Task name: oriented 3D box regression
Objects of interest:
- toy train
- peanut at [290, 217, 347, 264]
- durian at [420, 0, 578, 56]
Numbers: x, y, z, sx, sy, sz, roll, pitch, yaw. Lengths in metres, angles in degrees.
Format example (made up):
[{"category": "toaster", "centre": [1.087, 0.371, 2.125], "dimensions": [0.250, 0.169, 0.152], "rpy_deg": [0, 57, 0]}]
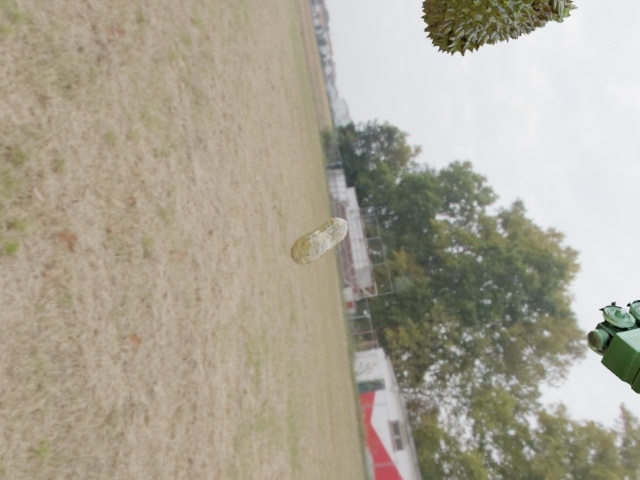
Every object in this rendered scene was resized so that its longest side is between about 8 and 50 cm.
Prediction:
[{"category": "toy train", "centre": [0.424, 0.125, 0.630], "dimensions": [0.105, 0.178, 0.071], "rpy_deg": [-125, -145, -54]}, {"category": "peanut", "centre": [0.000, 0.000, 1.276], "dimensions": [0.080, 0.174, 0.080], "rpy_deg": [45, -22, 23]}, {"category": "durian", "centre": [0.268, -0.393, 0.762], "dimensions": [0.176, 0.236, 0.200], "rpy_deg": [25, 61, -75]}]
